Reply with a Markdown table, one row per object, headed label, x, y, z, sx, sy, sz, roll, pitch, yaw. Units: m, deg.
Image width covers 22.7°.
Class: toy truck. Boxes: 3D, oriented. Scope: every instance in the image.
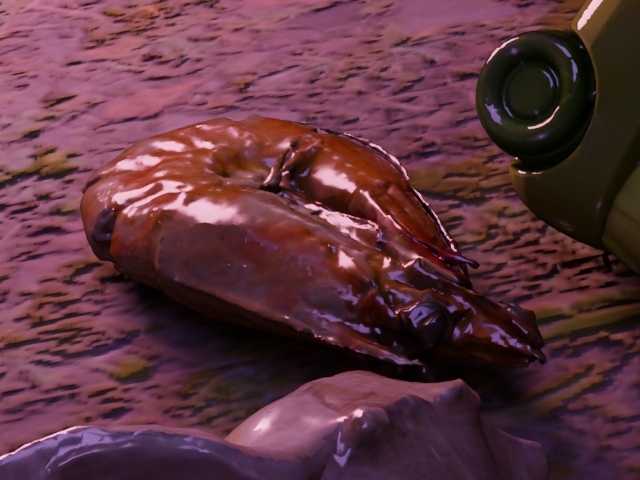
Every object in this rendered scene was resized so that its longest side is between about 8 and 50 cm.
| label | x | y | z | sx | sy | sz | roll | pitch | yaw |
| --- | --- | --- | --- | --- | --- | --- | --- | --- | --- |
| toy truck | 0.184 | -0.053 | 0.729 | 0.187 | 0.148 | 0.210 | -41 | 63 | 20 |

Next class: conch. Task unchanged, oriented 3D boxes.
| label | x | y | z | sx | sy | sz | roll | pitch | yaw |
| --- | --- | --- | --- | --- | --- | --- | --- | --- | --- |
| conch | -0.063 | 0.149 | 0.522 | 0.324 | 0.263 | 0.186 | -28 | 53 | 32 |

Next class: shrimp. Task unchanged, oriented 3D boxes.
| label | x | y | z | sx | sy | sz | roll | pitch | yaw |
| --- | --- | --- | --- | --- | --- | --- | --- | --- | --- |
| shrimp | 0.000 | -0.001 | 0.786 | 0.154 | 0.062 | 0.294 | -33 | 44 | -31 |
